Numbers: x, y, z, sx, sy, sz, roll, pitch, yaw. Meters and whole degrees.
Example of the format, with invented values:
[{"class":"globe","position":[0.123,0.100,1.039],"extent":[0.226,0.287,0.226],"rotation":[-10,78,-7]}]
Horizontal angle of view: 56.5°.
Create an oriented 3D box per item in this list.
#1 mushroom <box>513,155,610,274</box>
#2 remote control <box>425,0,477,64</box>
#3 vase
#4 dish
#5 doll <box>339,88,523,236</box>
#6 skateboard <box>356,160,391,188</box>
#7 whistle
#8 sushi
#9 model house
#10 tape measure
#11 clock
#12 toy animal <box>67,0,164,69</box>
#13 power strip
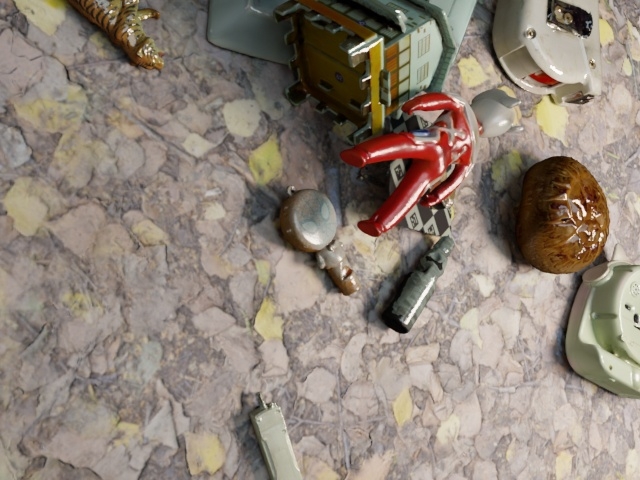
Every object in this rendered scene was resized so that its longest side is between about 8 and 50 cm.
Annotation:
[{"class":"mushroom","position":[0.502,-0.051,1.240],"extent":[0.253,0.153,0.253],"rotation":[2,86,-38]},{"class":"remote control","position":[0.247,-0.445,1.202],"extent":[0.104,0.052,0.247],"rotation":[29,72,-21]},{"class":"vase","position":[0.188,0.074,1.104],"extent":[0.060,0.060,0.211],"rotation":[44,65,-17]},{"class":"dish","position":[-0.088,-0.436,1.007],"extent":[0.182,0.080,0.243],"rotation":[7,80,-27]},{"class":"doll","position":[0.200,-0.159,0.995],"extent":[0.384,0.099,0.188],"rotation":[-29,122,-27]},{"class":"skateboard","position":[0.113,-0.117,1.072],"extent":[0.064,0.083,0.032],"rotation":[29,71,-23]},{"class":"whistle","position":[0.000,0.000,1.016],"extent":[0.107,0.057,0.220],"rotation":[-47,111,-39]},{"class":"sushi","position":[0.209,-0.124,1.096],"extent":[0.231,0.047,0.219],"rotation":[11,78,-50]},{"class":"model house","position":[0.066,-0.311,0.974],"extent":[0.215,0.224,0.198],"rotation":[-35,145,-23]},{"class":"tape measure","position":[0.503,-0.445,1.298],"extent":[0.265,0.130,0.258],"rotation":[5,84,-27]},{"class":"clock","position":[0.685,0.174,1.328],"extent":[0.265,0.109,0.324],"rotation":[26,72,-23]},{"class":"toy animal","position":[-0.316,-0.360,0.888],"extent":[0.241,0.057,0.099],"rotation":[40,68,-19]},{"class":"power strip","position":[-0.070,0.331,0.949],"extent":[0.048,0.030,0.191],"rotation":[-19,93,-27]}]
